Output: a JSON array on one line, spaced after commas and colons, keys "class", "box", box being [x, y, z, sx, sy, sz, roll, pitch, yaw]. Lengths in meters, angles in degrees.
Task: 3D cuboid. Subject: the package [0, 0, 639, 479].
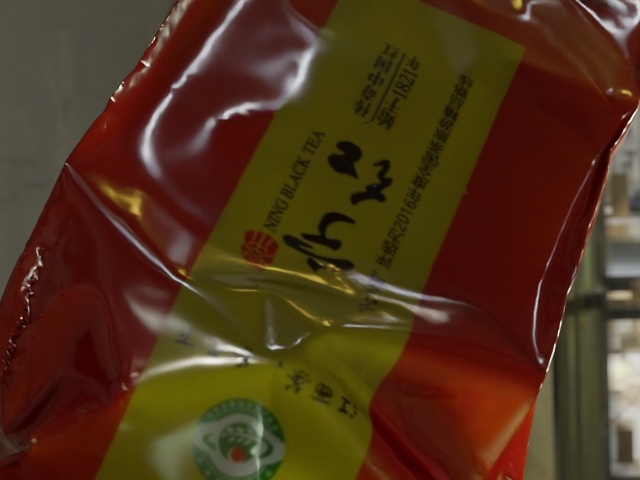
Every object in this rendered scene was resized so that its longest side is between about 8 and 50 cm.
[{"class": "package", "box": [0.000, -0.001, 0.680, 0.123, 0.196, 0.423, 117, -2, -47]}]
